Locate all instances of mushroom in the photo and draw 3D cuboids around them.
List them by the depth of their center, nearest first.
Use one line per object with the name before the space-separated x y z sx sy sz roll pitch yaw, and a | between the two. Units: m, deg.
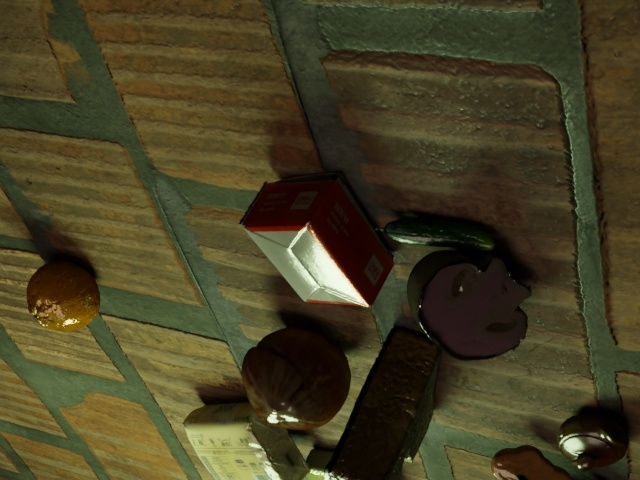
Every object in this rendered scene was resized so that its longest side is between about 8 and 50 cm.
mushroom | 0.187 0.076 1.481 0.188 0.141 0.117 42 177 -37

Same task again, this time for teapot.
teapot | 0.408 0.308 1.655 0.098 0.078 0.129 35 145 -9

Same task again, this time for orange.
orange | -0.464 0.105 1.985 0.135 0.117 0.135 21 152 12

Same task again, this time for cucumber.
cucumber | 0.152 -0.010 1.462 0.168 0.039 0.039 7 140 24

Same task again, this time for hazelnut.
hazelnut | -0.046 0.234 1.802 0.182 0.182 0.182 19 145 14

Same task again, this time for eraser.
eraser | 0.063 0.461 2.122 0.172 0.058 0.117 1 137 35

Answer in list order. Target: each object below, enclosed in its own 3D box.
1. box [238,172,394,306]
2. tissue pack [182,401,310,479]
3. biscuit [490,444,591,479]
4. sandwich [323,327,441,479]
box | 0.000 0.000 1.534 0.133 0.099 0.182 -2 137 42
tissue pack | -0.147 0.400 2.138 0.222 0.090 0.186 -14 111 47
biscuit | 0.398 0.473 1.803 0.334 0.047 0.202 30 104 -8
sandwich | 0.097 0.314 1.717 0.095 0.273 0.249 19 147 15
